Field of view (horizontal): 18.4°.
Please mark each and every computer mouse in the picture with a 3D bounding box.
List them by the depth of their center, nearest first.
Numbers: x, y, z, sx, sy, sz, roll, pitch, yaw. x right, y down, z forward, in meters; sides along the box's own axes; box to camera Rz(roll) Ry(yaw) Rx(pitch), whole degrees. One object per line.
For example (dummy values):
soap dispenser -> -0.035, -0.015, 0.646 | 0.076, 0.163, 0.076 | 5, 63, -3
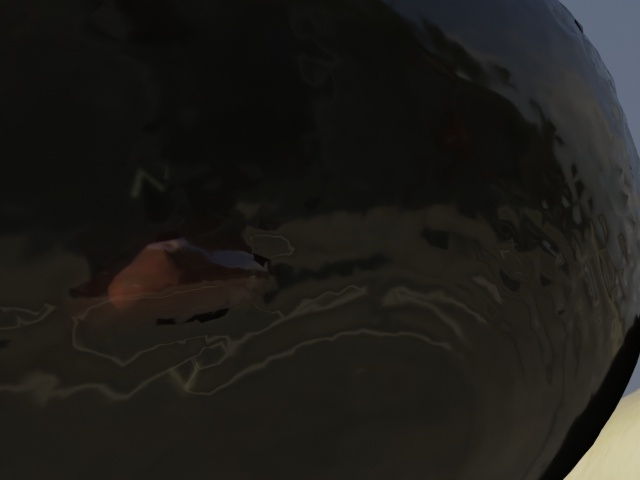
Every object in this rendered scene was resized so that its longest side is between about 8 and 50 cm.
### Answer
computer mouse -> 0.000, 0.000, 0.489 | 0.269, 0.170, 0.100 | -13, -4, -42

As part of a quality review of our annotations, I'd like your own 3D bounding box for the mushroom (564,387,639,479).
mushroom -> 0.198, 0.119, 0.793 | 0.246, 0.202, 0.246 | 3, -37, 2
